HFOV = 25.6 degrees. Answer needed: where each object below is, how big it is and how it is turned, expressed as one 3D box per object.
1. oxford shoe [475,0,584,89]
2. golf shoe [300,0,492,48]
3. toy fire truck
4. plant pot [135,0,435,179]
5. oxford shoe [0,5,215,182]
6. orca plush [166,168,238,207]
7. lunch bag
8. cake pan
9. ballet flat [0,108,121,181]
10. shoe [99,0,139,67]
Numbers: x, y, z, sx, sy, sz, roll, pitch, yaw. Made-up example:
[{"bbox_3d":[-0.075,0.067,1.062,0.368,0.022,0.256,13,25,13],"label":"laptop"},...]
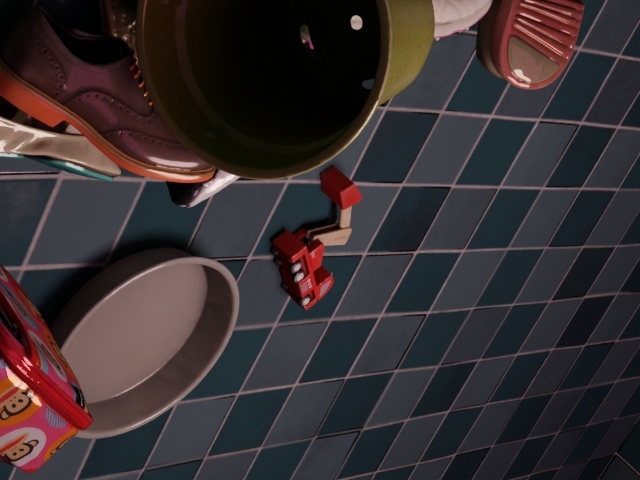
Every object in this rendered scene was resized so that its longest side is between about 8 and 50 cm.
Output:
[{"bbox_3d":[0.283,-0.397,1.798,0.140,0.146,0.397,18,98,-25],"label":"oxford shoe"},{"bbox_3d":[0.101,-0.311,1.672,0.306,0.115,0.140,-19,134,-37],"label":"golf shoe"},{"bbox_3d":[0.000,0.000,1.949,0.135,0.047,0.192,-38,147,-17],"label":"toy fire truck"},{"bbox_3d":[-0.007,-0.216,1.450,0.276,0.276,0.254,-62,163,22],"label":"plant pot"},{"bbox_3d":[-0.201,-0.142,1.430,0.271,0.097,0.098,26,112,-36],"label":"oxford shoe"},{"bbox_3d":[-0.080,-0.159,1.638,0.287,0.151,0.102,-34,114,-15],"label":"orca plush"},{"bbox_3d":[-0.363,0.073,1.379,0.120,0.293,0.258,-38,148,-5],"label":"lunch bag"},{"bbox_3d":[-0.236,0.127,1.804,0.293,0.054,0.293,-30,144,-25],"label":"cake pan"},{"bbox_3d":[-0.298,-0.115,1.456,0.248,0.086,0.086,9,119,-51],"label":"ballet flat"},{"bbox_3d":[-0.195,-0.276,1.423,0.076,0.058,0.219,-4,128,-18],"label":"shoe"}]
